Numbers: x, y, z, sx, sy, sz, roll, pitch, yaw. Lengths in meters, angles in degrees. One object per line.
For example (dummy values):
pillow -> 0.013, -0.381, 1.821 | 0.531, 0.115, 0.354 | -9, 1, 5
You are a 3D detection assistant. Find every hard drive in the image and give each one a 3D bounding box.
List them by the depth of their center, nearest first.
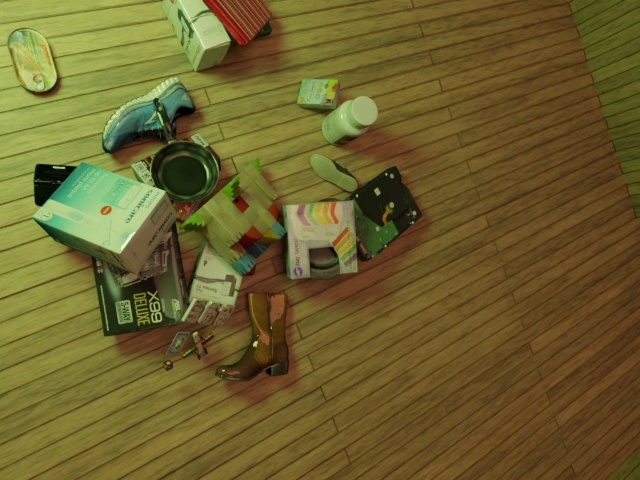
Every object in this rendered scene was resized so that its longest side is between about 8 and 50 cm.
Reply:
hard drive -> 0.223, -0.105, 1.751 | 0.339, 0.064, 0.237 | -38, 103, -31

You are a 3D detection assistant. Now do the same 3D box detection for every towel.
towel -> -0.269, -0.764, 1.500 | 0.199, 0.031, 0.275 | 46, 39, -25

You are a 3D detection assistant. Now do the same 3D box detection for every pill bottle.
pill bottle -> 0.107, -0.433, 1.657 | 0.131, 0.229, 0.131 | 2, 85, -24

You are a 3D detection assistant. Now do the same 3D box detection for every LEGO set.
LEGO set -> -0.385, 0.282, 1.392 | 0.244, 0.060, 0.182 | -60, 148, 4

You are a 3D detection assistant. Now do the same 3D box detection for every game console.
game console -> -0.777, -0.164, 1.361 | 0.122, 0.071, 0.107 | 1, 56, -25

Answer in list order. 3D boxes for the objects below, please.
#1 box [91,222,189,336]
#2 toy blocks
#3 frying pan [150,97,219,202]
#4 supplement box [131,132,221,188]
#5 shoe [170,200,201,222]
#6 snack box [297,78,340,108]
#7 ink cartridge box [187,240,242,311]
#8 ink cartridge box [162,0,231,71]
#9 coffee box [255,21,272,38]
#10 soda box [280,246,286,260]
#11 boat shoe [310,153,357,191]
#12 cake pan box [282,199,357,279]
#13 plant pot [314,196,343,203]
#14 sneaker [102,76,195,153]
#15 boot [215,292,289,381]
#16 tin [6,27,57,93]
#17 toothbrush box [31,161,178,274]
box -> -0.536, 0.111, 1.369 | 0.242, 0.076, 0.308 | -9, 89, -3
toy blocks -> -0.233, -0.065, 1.479 | 0.261, 0.190, 0.381 | 49, 40, -13
frying pan -> -0.451, -0.250, 1.373 | 0.326, 0.053, 0.197 | 45, 68, -1
supplement box -> -0.452, -0.231, 1.452 | 0.239, 0.073, 0.130 | -34, 70, -23
shoe -> -0.428, -0.148, 1.486 | 0.081, 0.063, 0.178 | 25, 81, -26
snack box -> -0.006, -0.536, 1.676 | 0.141, 0.037, 0.100 | 9, 78, 21
ink cartridge box -> -0.338, 0.122, 1.492 | 0.153, 0.087, 0.209 | 18, 80, -22
ink cartridge box -> -0.403, -0.700, 1.482 | 0.100, 0.172, 0.237 | -30, 98, -23
coffee box -> -0.260, -0.811, 1.627 | 0.113, 0.040, 0.184 | -29, 97, -25
soda box -> -0.046, 0.074, 1.640 | 0.181, 0.061, 0.058 | 25, 76, -20
boat shoe -> 0.051, -0.261, 1.724 | 0.206, 0.075, 0.065 | 33, 31, -13
cake pan box -> 0.000, 0.000, 1.575 | 0.245, 0.070, 0.267 | -4, 95, -15
plant pot -> 0.040, -0.042, 1.705 | 0.236, 0.032, 0.237 | 2, 86, -24
sneaker -> -0.527, -0.368, 1.426 | 0.330, 0.129, 0.147 | -43, 101, -21
boot -> -0.223, 0.314, 1.524 | 0.263, 0.096, 0.281 | -1, 85, -24
tin -> -0.844, -0.525, 1.347 | 0.106, 0.040, 0.190 | -15, 92, -20
toothbrush box -> -0.590, -0.065, 1.278 | 0.295, 0.126, 0.216 | 21, 62, 13
